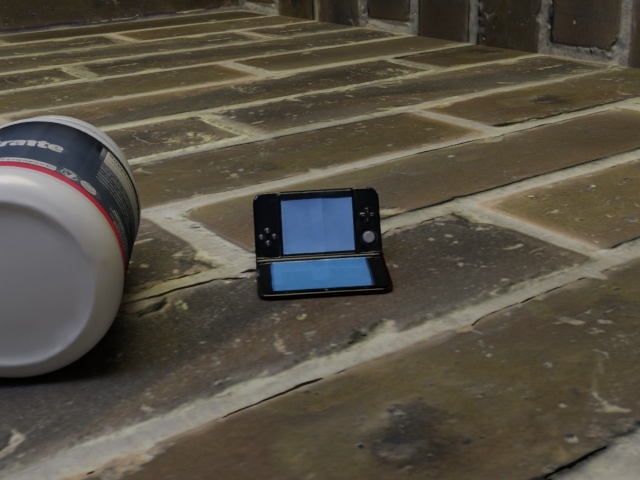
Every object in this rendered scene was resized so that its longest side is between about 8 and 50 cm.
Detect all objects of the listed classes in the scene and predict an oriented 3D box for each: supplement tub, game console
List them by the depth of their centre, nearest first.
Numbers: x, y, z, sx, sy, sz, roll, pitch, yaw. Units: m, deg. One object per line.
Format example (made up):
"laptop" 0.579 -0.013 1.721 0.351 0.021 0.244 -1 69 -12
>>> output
"supplement tub" -0.274 -0.009 0.874 0.191 0.191 0.272 -4 21 -5
"game console" 0.000 0.000 0.987 0.143 0.124 0.085 -3 -6 -4
